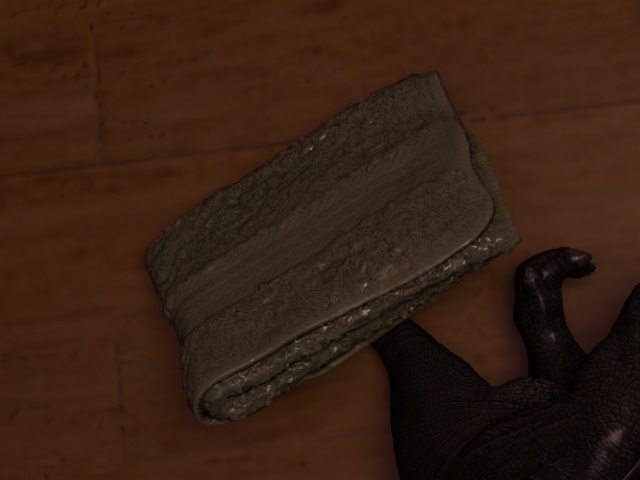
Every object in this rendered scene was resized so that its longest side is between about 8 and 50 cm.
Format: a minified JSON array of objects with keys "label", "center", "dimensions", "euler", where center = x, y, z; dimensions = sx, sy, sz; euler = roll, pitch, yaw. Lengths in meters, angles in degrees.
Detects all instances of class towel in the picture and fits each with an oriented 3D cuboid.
[{"label":"towel","center":[0.000,0.000,0.684],"dimensions":[0.148,0.027,0.110],"euler":[-32,45,9]}]

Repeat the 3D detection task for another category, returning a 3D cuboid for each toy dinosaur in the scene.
[{"label":"toy dinosaur","center":[0.114,0.091,0.630],"dimensions":[0.313,0.121,0.160],"euler":[24,75,9]}]
